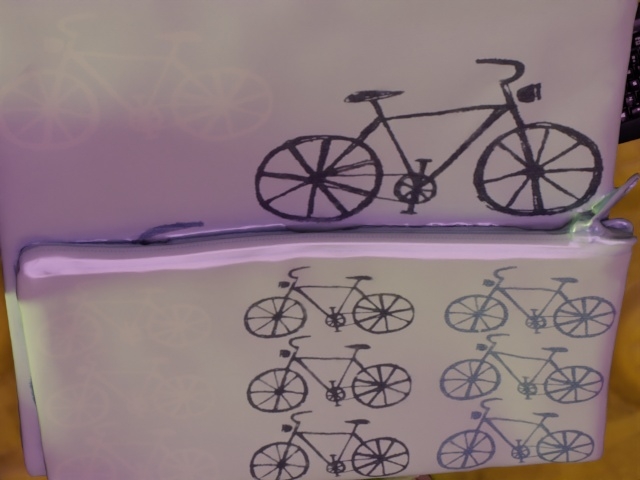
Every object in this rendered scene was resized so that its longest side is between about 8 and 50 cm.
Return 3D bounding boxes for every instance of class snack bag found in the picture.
[{"bbox_3d":[0.000,0.000,0.864,0.323,0.037,0.342,-2,130,-4],"label":"snack bag"}]

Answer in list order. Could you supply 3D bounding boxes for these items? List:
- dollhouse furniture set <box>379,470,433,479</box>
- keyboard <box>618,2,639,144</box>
[{"bbox_3d":[0.062,0.246,1.015,0.129,0.129,0.184,-33,139,7],"label":"dollhouse furniture set"},{"bbox_3d":[0.220,-0.113,0.929,0.192,0.038,0.100,-18,110,0],"label":"keyboard"}]
